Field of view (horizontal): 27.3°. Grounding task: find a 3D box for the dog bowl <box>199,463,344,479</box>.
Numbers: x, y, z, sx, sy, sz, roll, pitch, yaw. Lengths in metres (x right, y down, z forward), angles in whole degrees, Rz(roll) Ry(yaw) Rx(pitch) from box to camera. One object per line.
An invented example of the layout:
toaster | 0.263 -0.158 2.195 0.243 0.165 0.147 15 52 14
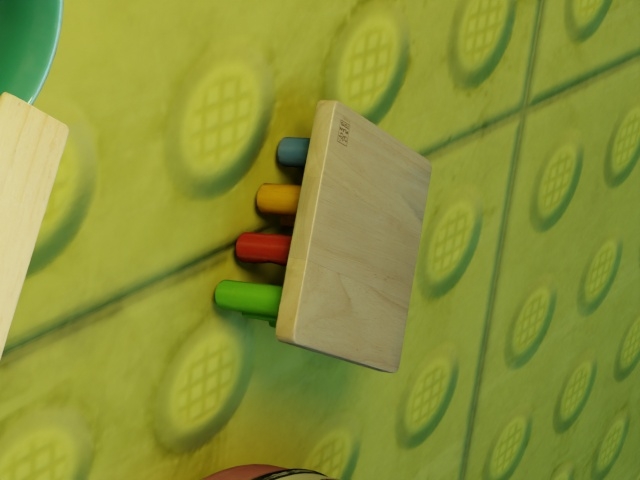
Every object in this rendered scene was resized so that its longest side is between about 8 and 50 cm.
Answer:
dog bowl | -0.056 0.347 0.973 0.408 0.150 0.408 -34 135 -42

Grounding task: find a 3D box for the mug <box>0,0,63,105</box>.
mug | -0.177 -0.107 0.540 0.158 0.097 0.129 -47 143 -31

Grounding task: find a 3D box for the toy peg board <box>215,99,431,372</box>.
toy peg board | 0.000 0.000 0.925 0.161 0.079 0.161 25 73 -60

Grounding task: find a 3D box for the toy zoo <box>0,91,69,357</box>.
toy zoo | -0.197 0.093 0.501 0.030 0.293 0.192 30 43 -24
